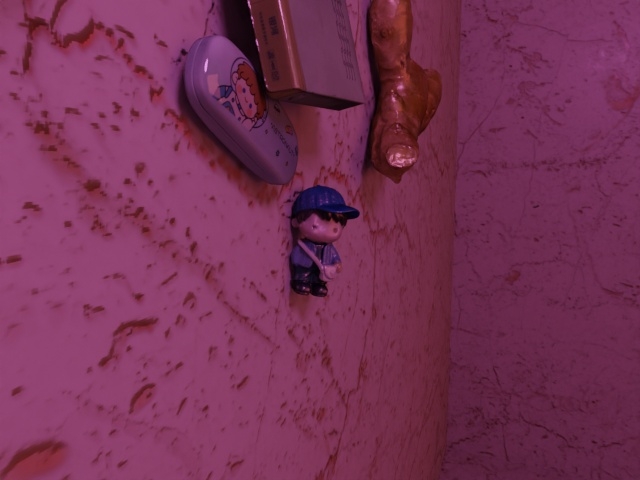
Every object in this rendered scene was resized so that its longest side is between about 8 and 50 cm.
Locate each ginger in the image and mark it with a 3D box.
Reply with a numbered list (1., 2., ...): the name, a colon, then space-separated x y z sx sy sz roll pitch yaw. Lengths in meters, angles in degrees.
1. ginger: 0.164 -0.255 0.903 0.363 0.122 0.347 37 61 -70

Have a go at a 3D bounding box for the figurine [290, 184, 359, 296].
1. figurine: -0.003 -0.001 0.577 0.079 0.077 0.136 -126 -133 -66

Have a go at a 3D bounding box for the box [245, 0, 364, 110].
1. box: -0.025 -0.275 0.463 0.211 0.045 0.270 -31 110 -64

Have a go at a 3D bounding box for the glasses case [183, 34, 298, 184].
1. glasses case: -0.067 -0.114 0.430 0.178 0.045 0.067 44 51 -60
